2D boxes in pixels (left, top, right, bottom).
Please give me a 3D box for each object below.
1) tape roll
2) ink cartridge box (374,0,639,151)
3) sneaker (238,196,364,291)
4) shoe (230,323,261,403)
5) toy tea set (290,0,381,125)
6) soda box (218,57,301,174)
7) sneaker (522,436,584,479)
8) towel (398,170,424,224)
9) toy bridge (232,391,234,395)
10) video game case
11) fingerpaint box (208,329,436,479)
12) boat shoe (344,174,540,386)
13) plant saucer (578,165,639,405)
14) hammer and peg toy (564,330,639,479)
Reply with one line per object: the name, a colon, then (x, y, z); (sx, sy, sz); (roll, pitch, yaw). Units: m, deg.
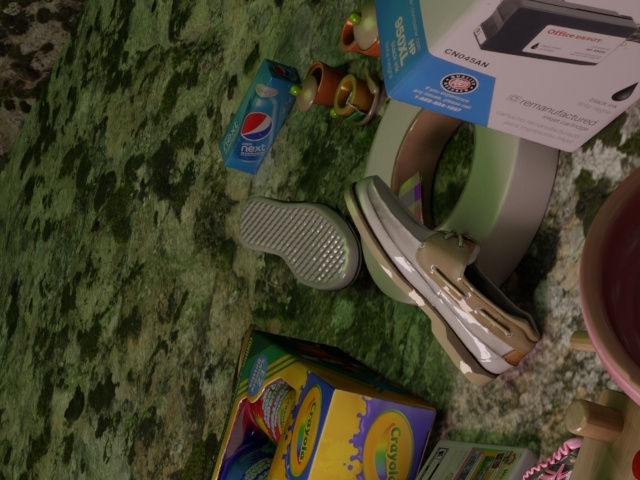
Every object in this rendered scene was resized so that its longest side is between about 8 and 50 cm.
tape roll: (0.181, -0.095, 1.805); (0.392, 0.072, 0.392); (-37, 46, 51)
ink cartridge box: (0.286, -0.292, 1.459); (0.395, 0.285, 0.166); (-43, 42, 48)
sneaker: (0.000, 0.000, 2.052); (0.321, 0.127, 0.126); (28, 104, 55)
shoe: (-0.120, 0.251, 2.238); (0.076, 0.058, 0.219); (119, 161, -69)
toy tea set: (0.047, -0.310, 2.111); (0.336, 0.124, 0.200); (-52, 35, 38)
soda box: (-0.114, -0.231, 2.448); (0.210, 0.067, 0.071); (-60, 30, 29)
sneaker: (0.272, 0.272, 1.476); (0.119, 0.047, 0.057); (-53, 46, 40)
towel: (0.125, -0.048, 1.798); (0.060, 0.009, 0.083); (-39, 44, 51)
toy bridge: (-0.086, 0.319, 2.123); (0.188, 0.026, 0.063); (47, 160, 44)
video game case: (0.152, 0.338, 1.592); (0.212, 0.023, 0.193); (-55, 20, -21)
fingerpaint box: (-0.039, 0.386, 1.853); (0.371, 0.163, 0.445); (25, 99, 68)
boat shoe: (0.153, 0.032, 1.619); (0.103, 0.302, 0.113); (-37, 3, 22)
plant saucer: (0.395, 0.046, 1.133); (0.084, 0.332, 0.332); (67, -169, -50)
hammer and peg toy: (0.332, 0.243, 1.277); (0.266, 0.127, 0.361); (20, 92, 63)
